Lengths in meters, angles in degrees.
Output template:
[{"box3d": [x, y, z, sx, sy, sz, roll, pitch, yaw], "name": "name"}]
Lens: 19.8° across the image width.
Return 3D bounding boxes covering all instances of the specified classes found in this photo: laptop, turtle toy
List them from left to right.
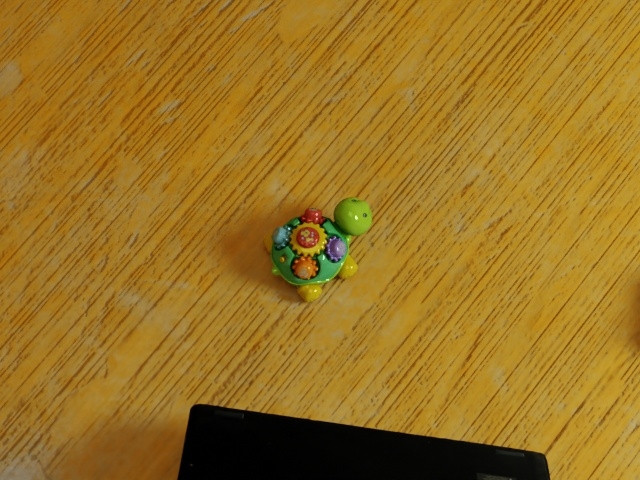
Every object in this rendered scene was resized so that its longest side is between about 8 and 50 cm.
[{"box3d": [0.000, 0.000, 2.028, 0.130, 0.066, 0.095, -33, 69, -11], "name": "turtle toy"}, {"box3d": [0.030, 0.379, 1.798, 0.382, 0.236, 0.408, 9, 24, -2], "name": "laptop"}]
